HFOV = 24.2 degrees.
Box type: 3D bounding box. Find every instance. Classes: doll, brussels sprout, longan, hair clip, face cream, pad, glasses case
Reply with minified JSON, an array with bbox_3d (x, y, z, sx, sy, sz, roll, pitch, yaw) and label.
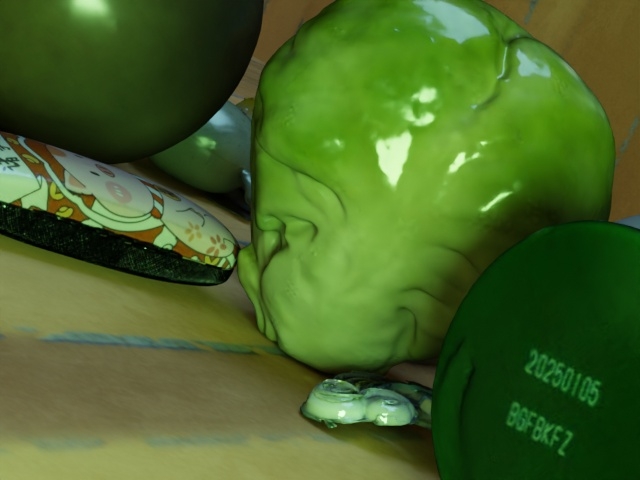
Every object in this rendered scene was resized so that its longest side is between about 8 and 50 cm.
[{"bbox_3d":[-0.154,-0.129,1.586,0.275,0.113,0.155,27,6,14],"label":"doll"},{"bbox_3d":[0.080,-0.033,1.102,0.273,0.317,0.243,0,26,-10],"label":"brussels sprout"},{"bbox_3d":[-0.227,-0.246,1.381,0.361,0.361,0.361,26,9,-4],"label":"longan"},{"bbox_3d":[0.067,0.125,1.033,0.172,0.049,0.116,17,-3,-6],"label":"hair clip"},{"bbox_3d":[0.261,0.121,0.947,0.357,0.219,0.312,13,42,-42],"label":"face cream"},{"bbox_3d":[0.000,0.000,1.643,0.266,0.002,0.176,26,9,-1],"label":"pad"},{"bbox_3d":[-0.175,-0.024,1.098,0.266,0.067,0.103,19,10,-39],"label":"glasses case"}]

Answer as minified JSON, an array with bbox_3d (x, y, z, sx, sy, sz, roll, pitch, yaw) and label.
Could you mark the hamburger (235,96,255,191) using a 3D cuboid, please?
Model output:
[{"bbox_3d":[0.003,-0.096,1.733,0.227,0.151,0.295,21,11,-21],"label":"hamburger"}]
